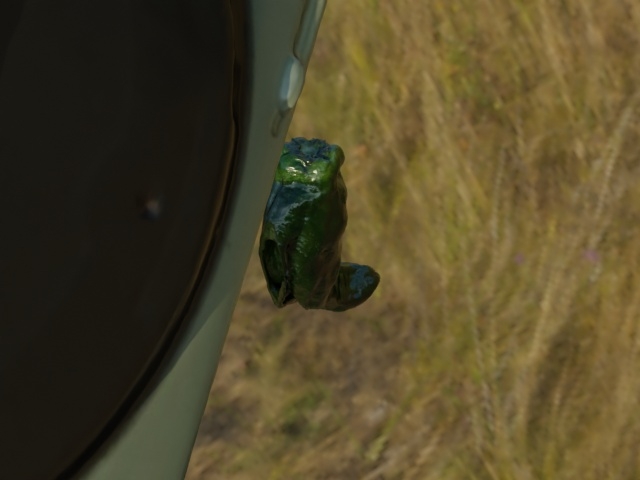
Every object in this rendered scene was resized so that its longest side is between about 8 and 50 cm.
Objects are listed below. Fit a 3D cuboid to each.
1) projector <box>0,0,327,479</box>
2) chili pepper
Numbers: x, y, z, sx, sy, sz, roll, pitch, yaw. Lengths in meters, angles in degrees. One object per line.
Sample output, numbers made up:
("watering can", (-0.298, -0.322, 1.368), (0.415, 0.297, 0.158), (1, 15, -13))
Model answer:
("projector", (-0.120, -0.037, 0.291), (0.079, 0.259, 0.257), (4, 75, 54))
("chili pepper", (-0.003, 0.006, 0.974), (0.050, 0.182, 0.073), (22, 67, 18))
